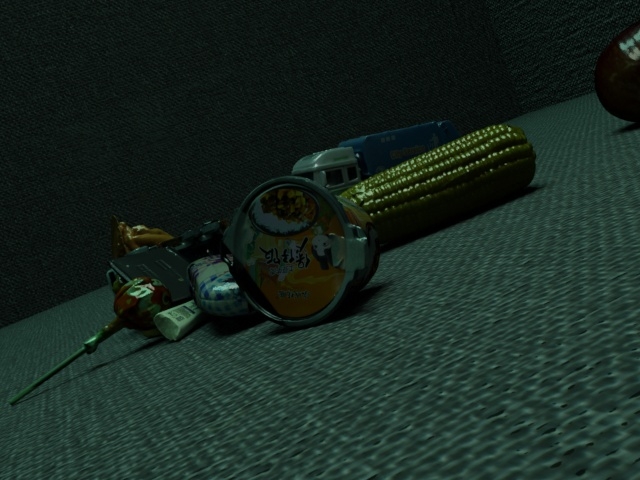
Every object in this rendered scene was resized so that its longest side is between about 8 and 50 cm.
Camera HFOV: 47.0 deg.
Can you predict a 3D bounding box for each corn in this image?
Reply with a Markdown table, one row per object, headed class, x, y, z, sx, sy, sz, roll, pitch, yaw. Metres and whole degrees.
| class | x | y | z | sx | sy | sz | roll | pitch | yaw |
| --- | --- | --- | --- | --- | --- | --- | --- | --- | --- |
| corn | 0.191 | -0.087 | 1.222 | 0.345 | 0.131 | 0.131 | -24 | 6 | -5 |

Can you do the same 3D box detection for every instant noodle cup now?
| class | x | y | z | sx | sy | sz | roll | pitch | yaw |
| --- | --- | --- | --- | --- | --- | --- | --- | --- | --- |
| instant noodle cup | -0.005 | 0.012 | 0.907 | 0.208 | 0.177 | 0.126 | 20 | 12 | 31 |

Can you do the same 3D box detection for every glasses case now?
| class | x | y | z | sx | sy | sz | roll | pitch | yaw |
| --- | --- | --- | --- | --- | --- | --- | --- | --- | --- |
| glasses case | -0.135 | 0.065 | 1.134 | 0.125 | 0.076 | 0.327 | -3 | 5 | -14 |

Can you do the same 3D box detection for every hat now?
| class | x | y | z | sx | sy | sz | roll | pitch | yaw |
| --- | --- | --- | --- | --- | --- | --- | --- | --- | --- |
| hat | -0.387 | 0.040 | 1.836 | 0.233 | 0.244 | 0.233 | -9 | 9 | -23 |

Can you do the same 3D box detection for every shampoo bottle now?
| class | x | y | z | sx | sy | sz | roll | pitch | yaw |
| --- | --- | --- | --- | --- | --- | --- | --- | --- | --- |
| shampoo bottle | -0.204 | 0.118 | 1.161 | 0.141 | 0.049 | 0.034 | -25 | -39 | -64 |

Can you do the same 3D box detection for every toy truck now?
| class | x | y | z | sx | sy | sz | roll | pitch | yaw |
| --- | --- | --- | --- | --- | --- | --- | --- | --- | --- |
| toy truck | -0.335 | 0.064 | 1.681 | 0.305 | 0.136 | 0.162 | -24 | -1 | -45 |
| toy truck | 0.123 | -0.123 | 1.442 | 0.367 | 0.175 | 0.146 | -15 | 5 | -24 |

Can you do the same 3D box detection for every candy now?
| class | x | y | z | sx | sy | sz | roll | pitch | yaw |
| --- | --- | --- | --- | --- | --- | --- | --- | --- | --- |
| candy | -0.351 | 0.162 | 1.136 | 0.288 | 0.084 | 0.078 | -39 | -27 | -16 |

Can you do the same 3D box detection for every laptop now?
| class | x | y | z | sx | sy | sz | roll | pitch | yaw |
| --- | --- | --- | --- | --- | --- | --- | --- | --- | --- |
| laptop | -0.278 | 0.061 | 1.308 | 0.135 | 0.016 | 0.197 | -16 | 34 | -36 |

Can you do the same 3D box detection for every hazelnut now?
| class | x | y | z | sx | sy | sz | roll | pitch | yaw |
| --- | --- | --- | --- | --- | --- | --- | --- | --- | --- |
| hazelnut | 0.690 | -0.338 | 1.505 | 0.234 | 0.218 | 0.218 | -40 | -4 | 29 |

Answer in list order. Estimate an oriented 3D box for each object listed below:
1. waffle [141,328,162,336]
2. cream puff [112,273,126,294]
| class | x | y | z | sx | sy | sz | roll | pitch | yaw |
| --- | --- | --- | --- | --- | --- | --- | --- | --- | --- |
| waffle | -0.209 | 0.111 | 1.273 | 0.125 | 0.032 | 0.191 | -18 | 8 | 44 |
| cream puff | -0.314 | 0.102 | 1.392 | 0.156 | 0.121 | 0.156 | 8 | -28 | 4 |
